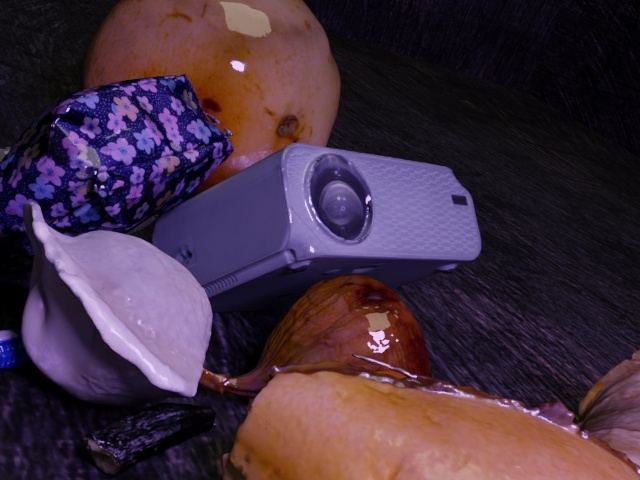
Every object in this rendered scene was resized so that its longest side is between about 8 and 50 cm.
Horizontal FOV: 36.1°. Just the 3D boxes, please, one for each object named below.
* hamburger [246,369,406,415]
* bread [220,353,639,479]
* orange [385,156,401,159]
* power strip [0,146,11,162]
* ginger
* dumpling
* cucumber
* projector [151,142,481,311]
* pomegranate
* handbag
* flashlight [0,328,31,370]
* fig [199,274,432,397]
[{"bbox_3d":[0.025,0.163,0.686,0.166,0.087,0.137,3,41,-36],"label":"hamburger"},{"bbox_3d":[0.066,0.182,0.517,0.262,0.204,0.162,15,17,-8],"label":"bread"},{"bbox_3d":[0.077,-0.035,1.235,0.156,0.124,0.156,9,35,-7],"label":"orange"},{"bbox_3d":[-0.365,-0.055,0.917,0.093,0.053,0.288,25,19,13],"label":"power strip"},{"bbox_3d":[0.279,0.190,0.835,0.190,0.126,0.354,19,20,10],"label":"ginger"},{"bbox_3d":[-0.161,0.044,0.716,0.166,0.126,0.216,52,12,-27],"label":"dumpling"},{"bbox_3d":[-0.119,0.133,0.702,0.033,0.034,0.135,24,18,22],"label":"cucumber"},{"bbox_3d":[0.000,0.000,0.931,0.250,0.198,0.108,5,70,-44],"label":"projector"},{"bbox_3d":[-0.134,-0.193,1.185,0.319,0.319,0.319,19,19,-7],"label":"pomegranate"},{"bbox_3d":[-0.210,-0.053,0.863,0.127,0.208,0.228,59,31,-2],"label":"handbag"},{"bbox_3d":[-0.247,0.082,0.699,0.057,0.035,0.121,30,21,24],"label":"flashlight"},{"bbox_3d":[-0.014,0.106,0.801,0.201,0.134,0.146,-13,2,-23],"label":"fig"}]
